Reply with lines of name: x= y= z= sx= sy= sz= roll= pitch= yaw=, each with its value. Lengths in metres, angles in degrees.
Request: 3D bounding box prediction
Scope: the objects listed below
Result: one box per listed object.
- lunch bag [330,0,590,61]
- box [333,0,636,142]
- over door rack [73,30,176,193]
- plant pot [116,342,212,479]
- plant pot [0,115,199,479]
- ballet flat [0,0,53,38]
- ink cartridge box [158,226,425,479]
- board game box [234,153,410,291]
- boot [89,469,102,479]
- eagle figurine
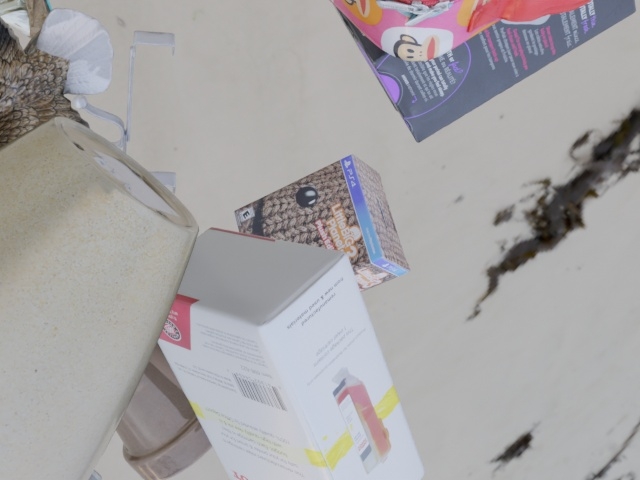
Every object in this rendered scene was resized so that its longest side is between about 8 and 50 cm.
lunch bag: x=0.131 y=-0.284 z=0.723 sx=0.293 sy=0.258 sz=0.120 roll=-35 pitch=157 yaw=-12
box: x=0.165 y=-0.256 z=0.889 sx=0.270 sy=0.143 sz=0.165 roll=-30 pitch=148 yaw=8
over door rack: x=-0.296 y=-0.120 z=1.219 sx=0.108 sy=0.239 sz=0.324 roll=6 pitch=155 yaw=-25
plant pot: x=-0.304 y=0.263 z=1.543 sx=0.263 sy=0.263 sz=0.229 roll=-42 pitch=111 yaw=-4
plant pot: x=-0.221 y=0.056 z=0.612 sx=0.274 sy=0.256 sz=0.256 roll=-49 pitch=148 yaw=4
ballet flat: x=-0.648 y=-0.541 z=1.830 sx=0.124 sy=0.116 sz=0.342 roll=-25 pitch=141 yaw=-24
ink cartridge box: x=-0.051 y=0.195 z=1.159 sx=0.160 sy=0.279 sz=0.384 roll=-41 pitch=124 yaw=-34
board game box: x=0.000 y=0.000 z=1.752 sx=0.291 sy=0.232 sz=0.141 roll=-25 pitch=157 yaw=21
boot: x=-0.319 y=0.252 z=0.732 sx=0.208 sy=0.190 sz=0.076 roll=-65 pitch=-173 yaw=-27
eagle figurine: x=-0.351 y=-0.127 z=0.909 sx=0.226 sy=0.298 sz=0.225 roll=9 pitch=115 yaw=-13
